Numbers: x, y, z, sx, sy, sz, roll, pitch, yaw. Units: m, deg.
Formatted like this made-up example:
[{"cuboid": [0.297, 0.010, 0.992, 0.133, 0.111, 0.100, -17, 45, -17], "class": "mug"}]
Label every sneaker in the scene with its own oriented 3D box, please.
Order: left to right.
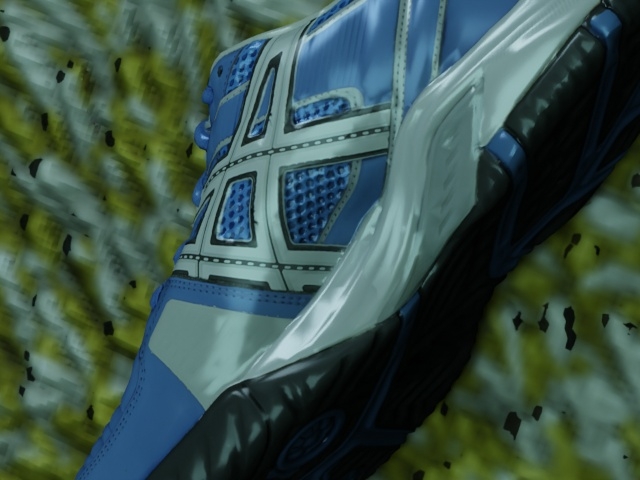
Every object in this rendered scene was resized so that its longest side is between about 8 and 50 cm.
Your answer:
[{"cuboid": [0.000, 0.000, 0.453, 0.081, 0.080, 0.211, 42, 98, 23], "class": "sneaker"}]
